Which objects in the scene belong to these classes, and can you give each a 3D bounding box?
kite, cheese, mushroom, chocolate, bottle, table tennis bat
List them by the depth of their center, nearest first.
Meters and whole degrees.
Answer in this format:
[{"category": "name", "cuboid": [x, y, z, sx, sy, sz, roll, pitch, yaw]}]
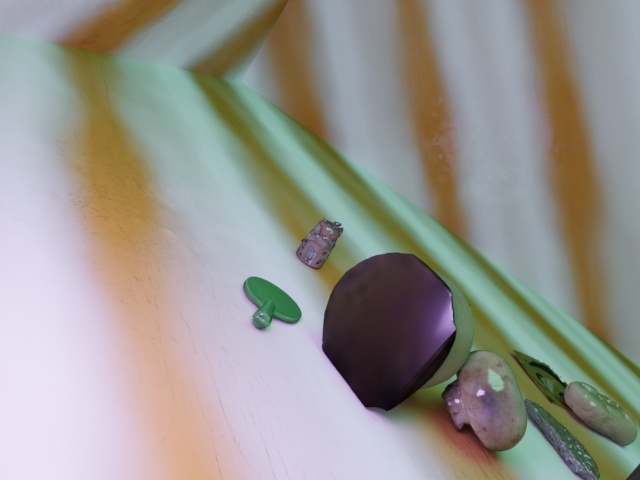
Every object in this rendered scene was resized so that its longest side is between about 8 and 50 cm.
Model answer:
[{"category": "chocolate", "cuboid": [0.214, 0.206, 1.540, 0.297, 0.314, 0.326, 22, 18, -44]}, {"category": "table tennis bat", "cuboid": [-0.117, 0.149, 1.548, 0.160, 0.039, 0.257, 34, 11, -2]}, {"category": "mushroom", "cuboid": [0.391, 0.384, 1.585, 0.255, 0.184, 0.255, 155, -90, -88]}, {"category": "bottle", "cuboid": [0.000, 0.000, 1.974, 0.099, 0.152, 0.099, 30, 18, -11]}, {"category": "cheese", "cuboid": [0.931, 0.567, 2.222, 0.263, 0.093, 0.159, 30, 19, -16]}, {"category": "kite", "cuboid": [0.815, 0.511, 2.315, 0.377, 0.013, 0.327, 42, 19, 16]}]

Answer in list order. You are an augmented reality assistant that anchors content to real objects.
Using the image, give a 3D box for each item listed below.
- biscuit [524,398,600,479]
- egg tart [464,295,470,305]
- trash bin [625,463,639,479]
[{"category": "biscuit", "cuboid": [0.694, 0.570, 1.882, 0.141, 0.038, 0.290, 22, 22, -37]}, {"category": "egg tart", "cuboid": [0.448, 0.218, 2.329, 0.212, 0.090, 0.212, 31, 21, -13]}, {"category": "trash bin", "cuboid": [0.968, 0.730, 1.818, 0.164, 0.122, 0.240, 20, 20, -41]}]
